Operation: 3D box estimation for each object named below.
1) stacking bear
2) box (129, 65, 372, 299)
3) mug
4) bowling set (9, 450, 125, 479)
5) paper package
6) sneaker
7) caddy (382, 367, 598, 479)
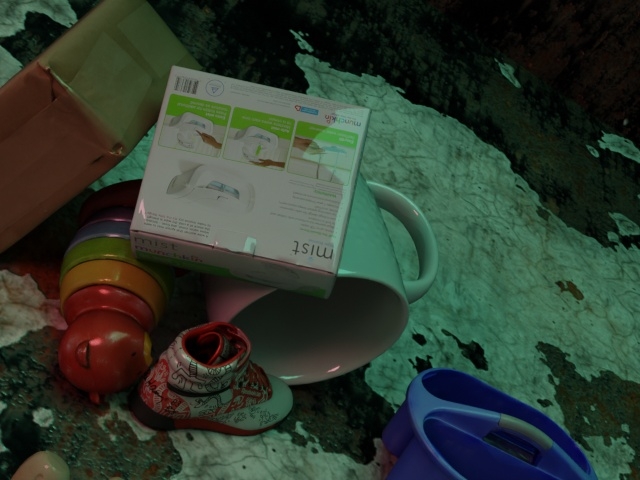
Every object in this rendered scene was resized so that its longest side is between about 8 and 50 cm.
[{"bbox_3d":[-0.266,0.076,1.860,0.164,0.175,0.289,4,45,3],"label":"stacking bear"},{"bbox_3d":[-0.087,-0.071,1.793,0.261,0.127,0.231,11,72,-1],"label":"box"},{"bbox_3d":[0.000,0.000,2.050,0.374,0.276,0.328,3,51,-24],"label":"mug"},{"bbox_3d":[-0.229,0.365,1.557,0.287,0.154,0.200,46,13,16],"label":"bowling set"},{"bbox_3d":[-0.355,-0.165,1.926,0.168,0.309,0.325,49,30,-14],"label":"paper package"},{"bbox_3d":[-0.111,0.182,1.883,0.270,0.145,0.090,6,43,-42],"label":"sneaker"},{"bbox_3d":[0.247,0.321,2.035,0.341,0.179,0.241,27,31,-16],"label":"caddy"}]
